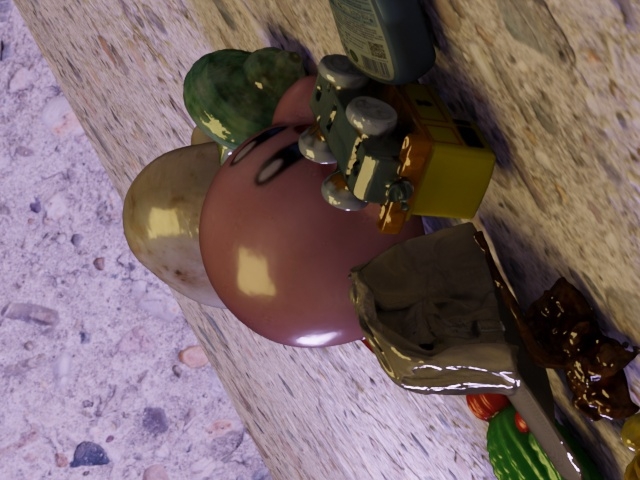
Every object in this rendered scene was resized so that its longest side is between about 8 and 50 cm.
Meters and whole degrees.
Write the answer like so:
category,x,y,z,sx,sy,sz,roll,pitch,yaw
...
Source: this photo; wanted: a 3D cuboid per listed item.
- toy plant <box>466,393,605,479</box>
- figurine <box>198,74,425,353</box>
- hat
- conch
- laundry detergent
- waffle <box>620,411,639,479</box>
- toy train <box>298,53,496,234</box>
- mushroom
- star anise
category,x,y,z,sx,sy,sz,roll,pitch,yaw
toy plant,0.212,0.214,1.789,0.240,0.088,0.154,63,170,-11
figurine,-0.002,0.008,1.816,0.270,0.211,0.261,42,161,51
hat,0.123,0.114,1.629,0.214,0.149,0.244,-99,-7,-61
conch,-0.060,-0.123,1.947,0.176,0.122,0.188,46,170,12
laundry detergent,0.030,-0.215,1.455,0.096,0.061,0.206,51,168,44
waffle,0.338,0.285,1.514,0.307,0.060,0.312,47,165,50
toy train,0.060,-0.084,1.544,0.219,0.127,0.089,-115,37,-53
mushroom,-0.102,-0.048,2.202,0.243,0.243,0.243,54,168,16
star anise,0.189,0.067,1.540,0.190,0.070,0.097,57,171,13
